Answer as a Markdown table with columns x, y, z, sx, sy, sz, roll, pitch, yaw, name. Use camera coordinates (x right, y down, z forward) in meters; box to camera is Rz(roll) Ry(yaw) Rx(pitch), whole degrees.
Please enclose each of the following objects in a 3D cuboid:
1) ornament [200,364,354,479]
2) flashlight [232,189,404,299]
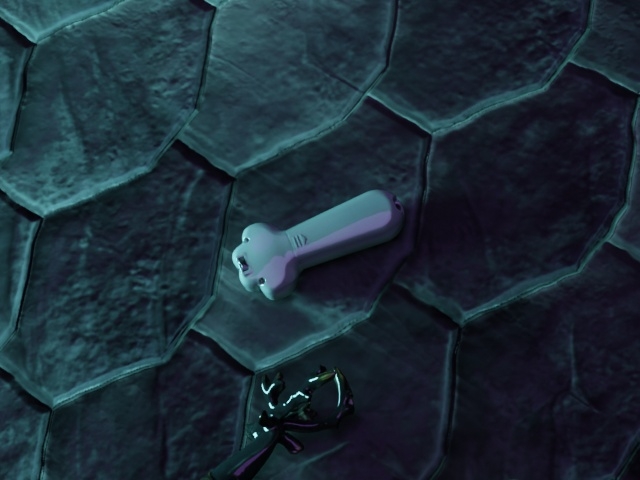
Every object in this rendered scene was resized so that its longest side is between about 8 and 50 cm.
| x | y | z | sx | sy | sz | roll | pitch | yaw | name |
| --- | --- | --- | --- | --- | --- | --- | --- | --- | --- |
| -0.037 | 0.233 | 1.558 | 0.236 | 0.080 | 0.202 | -49 | 36 | -9 | ornament |
| 0.000 | 0.000 | 1.702 | 0.200 | 0.047 | 0.093 | -22 | 66 | -1 | flashlight |
